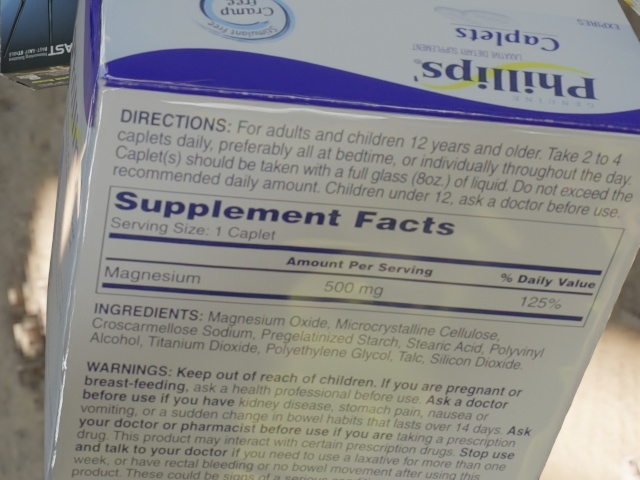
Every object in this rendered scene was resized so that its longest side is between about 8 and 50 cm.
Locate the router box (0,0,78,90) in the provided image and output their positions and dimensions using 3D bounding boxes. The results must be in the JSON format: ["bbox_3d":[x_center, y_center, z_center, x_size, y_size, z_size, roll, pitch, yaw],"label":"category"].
[{"bbox_3d":[-0.108,-0.133,0.827,0.122,0.038,0.092,-6,80,22],"label":"router box"}]

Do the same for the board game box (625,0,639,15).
[{"bbox_3d":[0.312,-0.225,1.009,0.275,0.142,0.144,7,63,57],"label":"board game box"}]

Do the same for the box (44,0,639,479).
[{"bbox_3d":[0.000,0.000,0.387,0.072,0.126,0.137,-99,18,-47],"label":"box"}]
